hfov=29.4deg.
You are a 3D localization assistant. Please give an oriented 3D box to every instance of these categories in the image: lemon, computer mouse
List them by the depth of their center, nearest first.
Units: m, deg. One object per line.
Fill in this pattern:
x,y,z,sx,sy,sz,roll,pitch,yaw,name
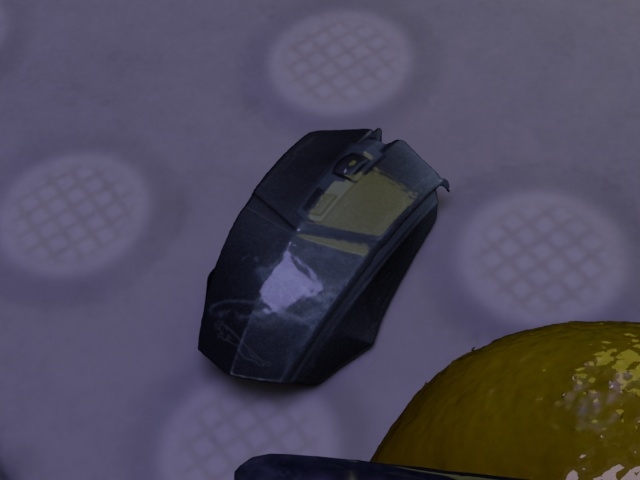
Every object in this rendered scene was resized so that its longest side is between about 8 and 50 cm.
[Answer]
0.144,0.151,0.590,0.263,0.236,0.236,0,54,7,lemon
-0.002,-0.002,0.820,0.126,0.071,0.231,22,59,21,computer mouse

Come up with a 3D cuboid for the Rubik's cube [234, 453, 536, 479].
0.116,0.305,0.325,0.359,0.363,0.362,5,47,5,Rubik's cube
